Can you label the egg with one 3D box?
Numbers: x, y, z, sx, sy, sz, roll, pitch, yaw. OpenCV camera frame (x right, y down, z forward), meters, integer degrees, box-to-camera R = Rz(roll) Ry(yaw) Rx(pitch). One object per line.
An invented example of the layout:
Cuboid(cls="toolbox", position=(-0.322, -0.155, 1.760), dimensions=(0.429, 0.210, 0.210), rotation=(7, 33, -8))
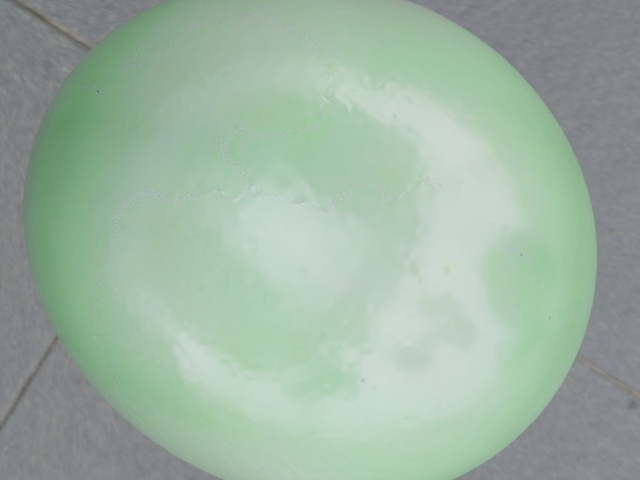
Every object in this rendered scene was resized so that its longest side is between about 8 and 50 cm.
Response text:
Cuboid(cls="egg", position=(0.000, 0.000, 0.591), dimensions=(0.270, 0.220, 0.220), rotation=(31, 91, -49))
